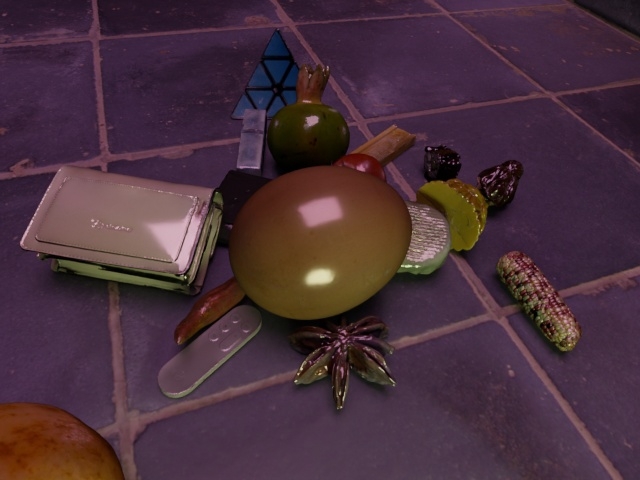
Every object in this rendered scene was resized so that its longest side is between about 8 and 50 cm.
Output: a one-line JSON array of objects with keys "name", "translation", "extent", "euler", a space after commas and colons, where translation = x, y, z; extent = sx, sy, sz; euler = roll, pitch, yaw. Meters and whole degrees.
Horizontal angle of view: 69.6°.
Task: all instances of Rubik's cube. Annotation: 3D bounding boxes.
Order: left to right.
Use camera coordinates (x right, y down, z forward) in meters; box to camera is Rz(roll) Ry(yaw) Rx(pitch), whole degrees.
[{"name": "Rubik's cube", "translation": [-0.141, -0.514, 1.532], "extent": [0.228, 0.233, 0.229], "euler": [8, 77, -51]}]

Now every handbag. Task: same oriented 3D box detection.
[{"name": "handbag", "translation": [-0.418, -0.030, 1.023], "extent": [0.358, 0.160, 0.237], "euler": [9, 68, 3]}, {"name": "handbag", "translation": [-0.168, -0.076, 1.163], "extent": [0.246, 0.080, 0.223], "euler": [13, 48, 8]}]

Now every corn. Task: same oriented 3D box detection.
[{"name": "corn", "translation": [0.491, 0.130, 1.031], "extent": [0.086, 0.086, 0.253], "euler": [-12, 50, -16]}]

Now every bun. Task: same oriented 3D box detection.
[{"name": "bun", "translation": [0.201, -0.003, 1.115], "extent": [0.221, 0.108, 0.221], "euler": [2, 56, -2]}]

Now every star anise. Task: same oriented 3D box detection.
[{"name": "star anise", "translation": [0.052, 0.219, 0.909], "extent": [0.229, 0.093, 0.236], "euler": [32, 48, 30]}]

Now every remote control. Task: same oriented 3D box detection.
[{"name": "remote control", "translation": [-0.216, 0.217, 0.925], "extent": [0.077, 0.022, 0.245], "euler": [33, 52, 25]}]

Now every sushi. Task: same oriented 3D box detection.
[{"name": "sushi", "translation": [0.352, -0.222, 1.343], "extent": [0.084, 0.094, 0.098], "euler": [-6, 32, -16]}]

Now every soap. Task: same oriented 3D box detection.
[{"name": "soap", "translation": [0.187, -0.280, 1.419], "extent": [0.092, 0.037, 0.252], "euler": [34, 54, 26]}]

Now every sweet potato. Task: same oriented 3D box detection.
[{"name": "sweet potato", "translation": [-0.224, 0.138, 0.967], "extent": [0.078, 0.058, 0.255], "euler": [-18, 17, 42]}]

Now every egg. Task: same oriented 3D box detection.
[{"name": "egg", "translation": [0.000, 0.000, 0.932], "extent": [0.373, 0.301, 0.301], "euler": [-24, 50, 2]}]

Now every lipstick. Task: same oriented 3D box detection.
[{"name": "lipstick", "translation": [-0.200, -0.275, 1.348], "extent": [0.076, 0.077, 0.290], "euler": [3, 48, -4]}]

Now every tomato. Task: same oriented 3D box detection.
[{"name": "tomato", "translation": [0.096, -0.148, 1.216], "extent": [0.167, 0.167, 0.167], "euler": [3, 47, -3]}]

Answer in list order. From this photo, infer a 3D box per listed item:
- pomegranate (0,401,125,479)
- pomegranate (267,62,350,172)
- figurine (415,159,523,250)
[{"name": "pomegranate", "translation": [-0.419, 0.364, 0.503], "extent": [0.409, 0.410, 0.410], "euler": [3, 47, -3]}, {"name": "pomegranate", "translation": [-0.033, -0.327, 1.269], "extent": [0.235, 0.302, 0.236], "euler": [1, 20, 0]}, {"name": "figurine", "translation": [0.419, -0.112, 1.229], "extent": [0.315, 0.168, 0.187], "euler": [-26, 43, -38]}]
